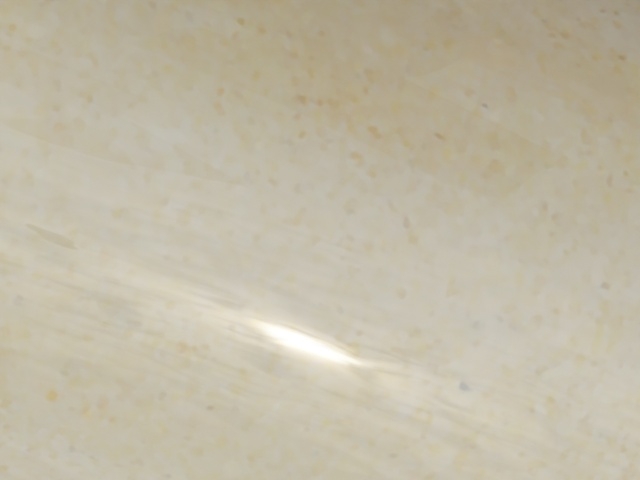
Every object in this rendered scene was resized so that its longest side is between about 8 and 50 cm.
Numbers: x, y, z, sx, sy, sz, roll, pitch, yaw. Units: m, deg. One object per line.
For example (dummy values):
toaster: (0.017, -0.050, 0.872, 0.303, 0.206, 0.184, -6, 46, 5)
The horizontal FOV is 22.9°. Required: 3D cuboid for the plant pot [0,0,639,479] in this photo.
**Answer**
plant pot: (0.000, 0.000, 0.505, 0.334, 0.305, 0.334, -161, 90, -73)
